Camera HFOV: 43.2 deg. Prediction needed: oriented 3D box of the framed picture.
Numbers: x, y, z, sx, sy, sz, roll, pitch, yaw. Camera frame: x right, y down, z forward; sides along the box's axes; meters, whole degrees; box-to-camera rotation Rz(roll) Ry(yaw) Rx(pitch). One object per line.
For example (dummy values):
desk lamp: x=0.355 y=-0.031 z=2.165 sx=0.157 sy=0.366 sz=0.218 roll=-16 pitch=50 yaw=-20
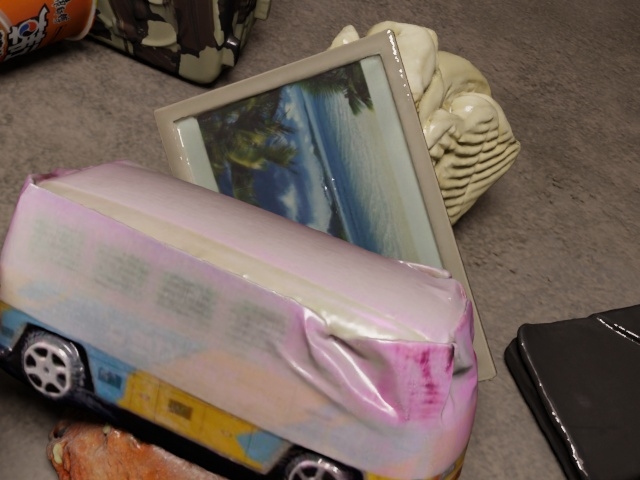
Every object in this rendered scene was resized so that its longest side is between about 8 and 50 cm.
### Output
framed picture: x=0.000 y=0.000 z=0.718 sx=0.024 sy=0.232 sz=0.314 roll=-31 pitch=104 yaw=-77

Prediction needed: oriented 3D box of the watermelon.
watermelon: x=-0.117 y=0.179 z=0.667 sx=0.257 sy=0.139 sz=0.193 roll=39 pitch=40 yaw=25

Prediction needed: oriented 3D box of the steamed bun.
steamed bun: x=0.055 y=-0.115 z=0.886 sx=0.289 sy=0.276 sz=0.203 roll=-37 pitch=56 yaw=-13

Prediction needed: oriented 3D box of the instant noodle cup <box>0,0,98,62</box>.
instant noodle cup: x=-0.401 y=-0.299 z=0.891 sx=0.250 sy=0.250 sz=0.192 roll=39 pitch=57 yaw=15

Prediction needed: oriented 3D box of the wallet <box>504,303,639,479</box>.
wallet: x=0.389 y=0.156 z=0.900 sx=0.378 sy=0.051 sz=0.197 roll=-4 pitch=53 yaw=-25

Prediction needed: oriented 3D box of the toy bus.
toy bus: x=-0.060 y=0.065 z=0.620 sx=0.387 sy=0.162 sz=0.171 roll=21 pitch=27 yaw=15

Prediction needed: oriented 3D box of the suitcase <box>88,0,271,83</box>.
suitcase: x=-0.214 y=-0.391 z=0.954 sx=0.339 sy=0.351 sz=0.193 roll=24 pitch=56 yaw=2
